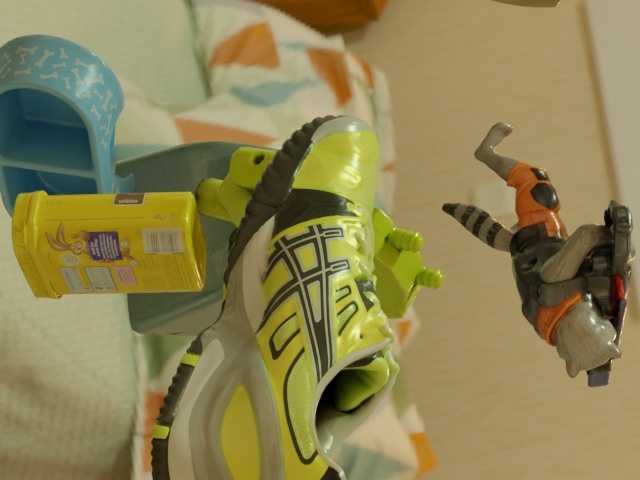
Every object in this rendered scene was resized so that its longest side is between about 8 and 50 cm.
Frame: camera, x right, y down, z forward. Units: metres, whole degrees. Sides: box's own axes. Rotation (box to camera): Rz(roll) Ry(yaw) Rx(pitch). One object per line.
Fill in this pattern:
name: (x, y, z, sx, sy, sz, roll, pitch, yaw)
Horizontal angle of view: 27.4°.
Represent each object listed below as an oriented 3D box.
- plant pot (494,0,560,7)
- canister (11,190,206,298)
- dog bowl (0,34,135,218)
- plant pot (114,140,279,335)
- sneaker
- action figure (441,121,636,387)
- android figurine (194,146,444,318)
plant pot: (0.267, -0.353, 1.637, 0.096, 0.109, 0.109, 17, 39, -29)
canister: (-0.204, 0.004, 1.298, 0.126, 0.170, 0.073, 83, 6, -57)
dog bowl: (-0.321, -0.109, 1.594, 0.297, 0.166, 0.074, 91, 10, -46)
plant pot: (-0.100, -0.015, 1.803, 0.247, 0.252, 0.248, 7, 69, -47)
sneaker: (-0.001, 0.063, 1.038, 0.145, 0.147, 0.385, 75, 28, -52)
action figure: (0.292, 0.058, 1.698, 0.330, 0.178, 0.341, -111, -170, -48)
android figurine: (0.000, 0.000, 1.353, 0.056, 0.273, 0.248, -58, 138, -24)
